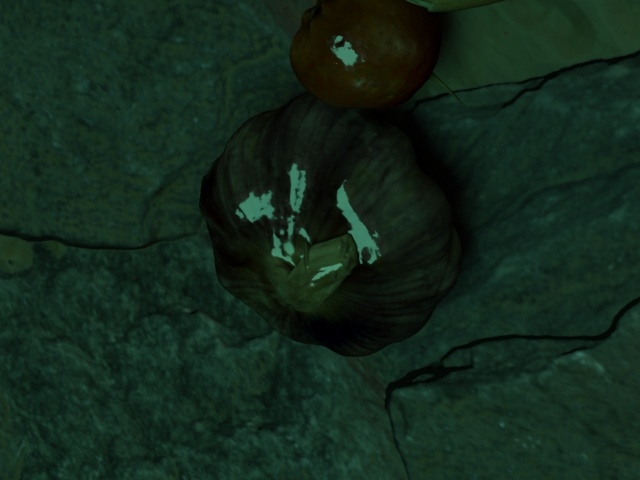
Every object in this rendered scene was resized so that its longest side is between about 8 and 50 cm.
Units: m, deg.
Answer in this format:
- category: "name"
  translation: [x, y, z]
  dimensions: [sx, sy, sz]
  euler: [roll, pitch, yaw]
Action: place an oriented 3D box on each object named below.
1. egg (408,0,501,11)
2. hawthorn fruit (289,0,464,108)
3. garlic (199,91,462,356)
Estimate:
- category: "egg"
  translation: [0.111, -0.270, 1.367]
  dimensions: [0.244, 0.201, 0.201]
  euler: [-8, 112, 19]
- category: "hawthorn fruit"
  translation: [0.044, -0.165, 1.525]
  dimensions: [0.140, 0.125, 0.125]
  euler: [-3, 120, -4]
- category: "garlic"
  translation: [0.000, 0.000, 1.612]
  dimensions: [0.245, 0.160, 0.245]
  euler: [19, 134, 21]
